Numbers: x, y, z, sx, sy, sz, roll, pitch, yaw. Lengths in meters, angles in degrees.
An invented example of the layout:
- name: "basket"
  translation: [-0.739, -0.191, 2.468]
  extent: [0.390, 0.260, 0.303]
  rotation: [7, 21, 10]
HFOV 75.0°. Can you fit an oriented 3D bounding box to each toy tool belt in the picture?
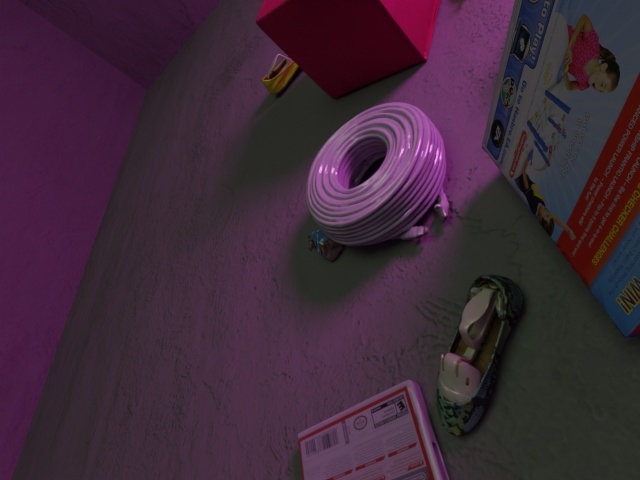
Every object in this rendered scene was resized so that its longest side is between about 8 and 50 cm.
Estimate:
- name: "toy tool belt"
  translation: [0.000, 0.000, 0.757]
  extent: [0.052, 0.051, 0.083]
  rotation: [-55, 37, 3]

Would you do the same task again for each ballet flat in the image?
- name: "ballet flat"
  translation: [0.168, 0.123, 0.473]
  extent: [0.070, 0.070, 0.188]
  rotation: [10, 73, 51]
- name: "ballet flat"
  translation: [-0.082, -0.524, 1.198]
  extent: [0.231, 0.077, 0.077]
  rotation: [-46, 38, 14]

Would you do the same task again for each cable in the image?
- name: "cable"
  translation: [0.083, -0.111, 0.702]
  extent: [0.257, 0.089, 0.257]
  rotation: [-16, 52, 38]

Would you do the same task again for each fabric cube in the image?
- name: "fabric cube"
  translation: [0.071, -0.505, 0.868]
  extent: [0.258, 0.254, 0.259]
  rotation: [-5, 61, 47]

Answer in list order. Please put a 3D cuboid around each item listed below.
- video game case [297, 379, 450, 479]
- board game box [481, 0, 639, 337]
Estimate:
- name: "video game case"
  translation: [0.066, 0.333, 0.472]
  extent: [0.204, 0.025, 0.285]
  rotation: [-37, 42, 25]
- name: "board game box"
  translation: [0.267, -0.130, 0.354]
  extent: [0.086, 0.308, 0.302]
  rotation: [-10, 47, -3]
